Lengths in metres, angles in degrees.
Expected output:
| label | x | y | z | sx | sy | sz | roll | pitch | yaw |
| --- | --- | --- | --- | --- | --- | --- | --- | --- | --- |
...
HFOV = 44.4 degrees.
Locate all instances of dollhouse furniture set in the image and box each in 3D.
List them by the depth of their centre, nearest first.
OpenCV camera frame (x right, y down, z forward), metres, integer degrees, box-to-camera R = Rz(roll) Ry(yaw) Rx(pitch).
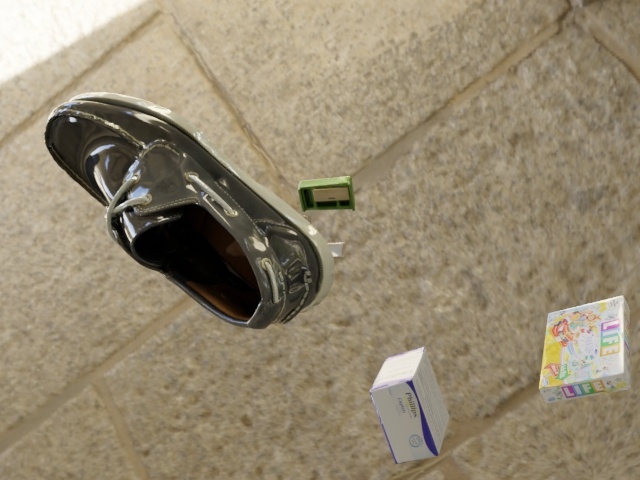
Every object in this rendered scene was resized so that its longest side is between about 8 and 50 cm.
| label | x | y | z | sx | sy | sz | roll | pitch | yaw |
| --- | --- | --- | --- | --- | --- | --- | --- | --- | --- |
| dollhouse furniture set | 0.000 | 0.000 | 0.801 | 0.058 | 0.076 | 0.152 | -2 | 42 | 11 |

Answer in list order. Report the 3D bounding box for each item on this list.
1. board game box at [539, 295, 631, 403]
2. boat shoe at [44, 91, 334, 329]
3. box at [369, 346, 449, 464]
| label | x | y | z | sx | sy | sz | roll | pitch | yaw |
| --- | --- | --- | --- | --- | --- | --- | --- | --- | --- |
| board game box | 0.337 | 0.136 | 0.993 | 0.103 | 0.026 | 0.154 | -19 | 24 | 30 |
| boat shoe | -0.101 | -0.025 | 0.506 | 0.233 | 0.079 | 0.084 | 35 | 125 | 19 |
| box | 0.140 | 0.252 | 1.208 | 0.072 | 0.137 | 0.126 | -18 | 98 | 19 |
